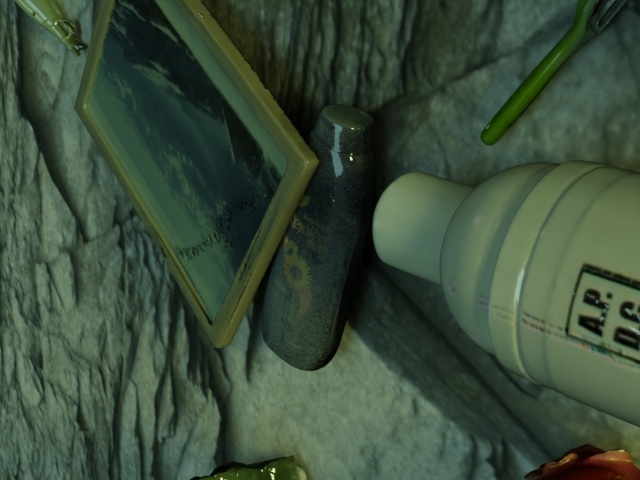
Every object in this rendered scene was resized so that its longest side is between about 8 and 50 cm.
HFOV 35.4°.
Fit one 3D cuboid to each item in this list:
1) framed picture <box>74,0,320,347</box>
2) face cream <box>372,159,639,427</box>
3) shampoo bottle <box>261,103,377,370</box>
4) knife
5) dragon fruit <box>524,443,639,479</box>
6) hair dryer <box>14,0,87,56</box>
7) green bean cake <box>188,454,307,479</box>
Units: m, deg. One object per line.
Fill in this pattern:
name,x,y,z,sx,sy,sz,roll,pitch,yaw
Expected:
framed picture,-0.132,-0.102,0.929,0.335,0.022,0.247,55,139,27
face cream,0.165,0.027,0.609,0.369,0.145,0.146,19,118,40
shampoo bottle,0.000,0.000,0.844,0.087,0.049,0.234,37,128,33
knife,0.157,-0.126,0.654,0.026,0.022,0.184,36,132,-1
dragon fruit,0.192,0.213,0.661,0.133,0.166,0.136,9,114,-4
hair dryer,-0.306,-0.304,1.057,0.206,0.075,0.237,-37,85,40
green bean cake,-0.099,0.349,0.937,0.132,0.241,0.255,-23,88,52
